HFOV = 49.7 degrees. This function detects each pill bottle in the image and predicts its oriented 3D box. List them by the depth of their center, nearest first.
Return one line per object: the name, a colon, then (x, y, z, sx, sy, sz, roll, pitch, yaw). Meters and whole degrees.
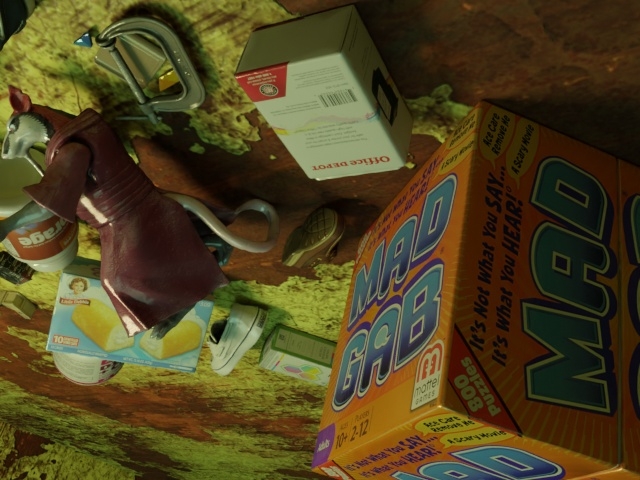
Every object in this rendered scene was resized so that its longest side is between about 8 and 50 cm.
pill bottle: (-0.450, -0.038, 1.084, 0.121, 0.121, 0.216, 12, 150, 3)
pill bottle: (-0.470, 0.188, 1.429, 0.160, 0.160, 0.283, 20, 149, -10)

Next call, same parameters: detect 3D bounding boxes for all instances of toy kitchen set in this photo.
toy kitchen set: (-0.715, 0.160, 1.576, 0.083, 0.068, 0.075, 3, 148, 19)

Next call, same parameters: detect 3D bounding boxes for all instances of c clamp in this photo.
c clamp: (-0.206, -0.191, 0.800, 0.137, 0.022, 0.160, 3, 146, 12)

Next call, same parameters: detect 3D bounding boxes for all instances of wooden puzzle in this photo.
wooden puzzle: (-0.220, -0.213, 0.806, 0.116, 0.014, 0.079, 33, 140, -30)

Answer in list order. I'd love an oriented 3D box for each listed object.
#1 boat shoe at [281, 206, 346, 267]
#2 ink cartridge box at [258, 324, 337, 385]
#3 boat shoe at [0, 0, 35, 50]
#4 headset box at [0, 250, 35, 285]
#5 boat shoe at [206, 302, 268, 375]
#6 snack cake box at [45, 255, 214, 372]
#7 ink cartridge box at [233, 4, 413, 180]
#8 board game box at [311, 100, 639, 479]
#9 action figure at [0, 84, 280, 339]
boat shoe: (0.000, 0.000, 1.026, 0.060, 0.064, 0.178, 19, 156, -18)
ink cartridge box: (-0.014, 0.249, 1.440, 0.209, 0.062, 0.109, 19, 149, -10)
boat shoe: (-0.367, -0.293, 0.665, 0.095, 0.079, 0.254, 9, 149, 9)
headset box: (-0.627, 0.060, 1.408, 0.062, 0.032, 0.083, -18, 136, 42)
boat shoe: (-0.187, 0.193, 1.406, 0.084, 0.095, 0.258, 26, 137, -12)
snack cake box: (-0.338, 0.133, 1.244, 0.265, 0.089, 0.152, 12, 107, -17)
ink cartridge box: (0.010, -0.152, 0.752, 0.128, 0.072, 0.175, -5, 145, 28)
board game box: (0.242, 0.128, 0.841, 0.356, 0.356, 0.356, 20, 149, -11)
action figure: (-0.260, -0.053, 0.891, 0.276, 0.248, 0.370, -26, 118, 14)
